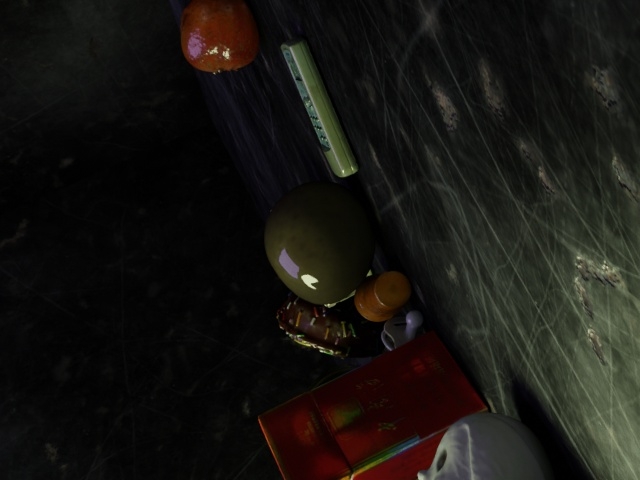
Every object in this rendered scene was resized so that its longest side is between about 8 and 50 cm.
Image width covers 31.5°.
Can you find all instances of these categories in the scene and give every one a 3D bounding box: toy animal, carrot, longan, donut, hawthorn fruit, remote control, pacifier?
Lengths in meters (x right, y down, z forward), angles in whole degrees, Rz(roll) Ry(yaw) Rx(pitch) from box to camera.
[{"bbox_3d":[0.239,0.357,1.386,0.249,0.174,0.289,-73,-42,-81],"label":"toy animal"},{"bbox_3d":[0.102,0.095,1.908,0.193,0.087,0.087,137,108,-85],"label":"carrot"},{"bbox_3d":[0.000,0.000,1.914,0.220,0.197,0.196,-104,-5,-54],"label":"longan"},{"bbox_3d":[0.027,0.157,2.253,0.235,0.235,0.089,-129,54,-67],"label":"donut"},{"bbox_3d":[-0.197,-0.467,2.198,0.165,0.165,0.285,170,99,-84],"label":"hawthorn fruit"},{"bbox_3d":[-0.002,-0.212,1.806,0.098,0.038,0.233,-141,28,-75],"label":"remote control"},{"bbox_3d":[0.144,0.148,1.859,0.099,0.081,0.078,59,143,43],"label":"pacifier"}]

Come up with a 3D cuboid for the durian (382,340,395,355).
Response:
[{"bbox_3d":[0.148,0.212,2.032,0.091,0.080,0.080,-19,-96,-85],"label":"durian"}]

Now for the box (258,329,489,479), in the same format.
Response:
[{"bbox_3d":[0.082,0.285,1.727,0.197,0.313,0.089,58,172,51],"label":"box"}]

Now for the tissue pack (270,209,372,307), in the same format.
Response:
[{"bbox_3d":[0.001,0.009,2.233,0.159,0.125,0.234,66,173,-20],"label":"tissue pack"}]

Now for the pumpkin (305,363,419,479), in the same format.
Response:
[{"bbox_3d":[0.110,0.350,2.028,0.320,0.192,0.320,36,-174,-5],"label":"pumpkin"}]

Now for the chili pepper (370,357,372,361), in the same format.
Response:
[{"bbox_3d":[0.090,0.205,2.437,0.192,0.086,0.084,-107,26,-57],"label":"chili pepper"}]
